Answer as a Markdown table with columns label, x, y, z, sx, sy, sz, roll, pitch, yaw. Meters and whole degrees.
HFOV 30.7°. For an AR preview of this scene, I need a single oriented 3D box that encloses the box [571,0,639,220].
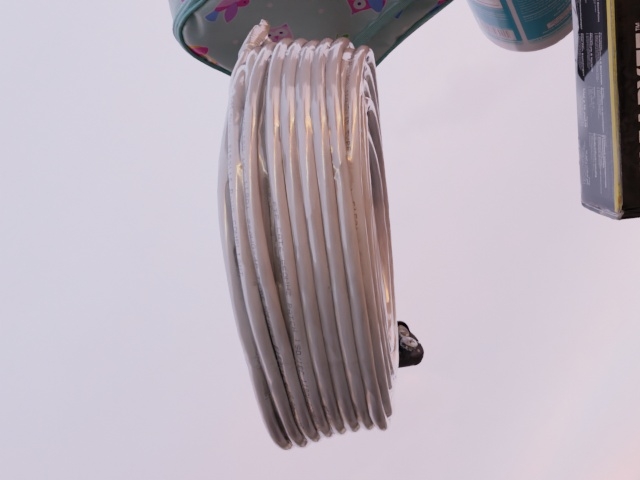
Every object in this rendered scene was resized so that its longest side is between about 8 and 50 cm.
| label | x | y | z | sx | sy | sz | roll | pitch | yaw |
| --- | --- | --- | --- | --- | --- | --- | --- | --- | --- |
| box | 0.305 | -0.187 | 0.801 | 0.257 | 0.079 | 0.321 | -6 | -79 | -9 |

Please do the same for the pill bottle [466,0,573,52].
| label | x | y | z | sx | sy | sz | roll | pitch | yaw |
| --- | --- | --- | --- | --- | --- | --- | --- | --- | --- |
| pill bottle | 0.228 | -0.343 | 1.388 | 0.146 | 0.146 | 0.264 | -48 | -27 | -1 |

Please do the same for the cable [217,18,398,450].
| label | x | y | z | sx | sy | sz | roll | pitch | yaw |
| --- | --- | --- | --- | --- | --- | --- | --- | --- | --- |
| cable | 0.000 | 0.000 | 0.742 | 0.089 | 0.257 | 0.257 | -6 | -68 | 6 |

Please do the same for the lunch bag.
| label | x | y | z | sx | sy | sz | roll | pitch | yaw |
| --- | --- | --- | --- | --- | --- | --- | --- | --- | --- |
| lunch bag | 0.011 | -0.254 | 1.093 | 0.279 | 0.107 | 0.224 | -37 | -43 | 30 |

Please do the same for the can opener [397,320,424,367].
| label | x | y | z | sx | sy | sz | roll | pitch | yaw |
| --- | --- | --- | --- | --- | --- | --- | --- | --- | --- |
| can opener | 0.047 | 0.130 | 1.346 | 0.186 | 0.059 | 0.073 | 1 | -40 | -46 |
